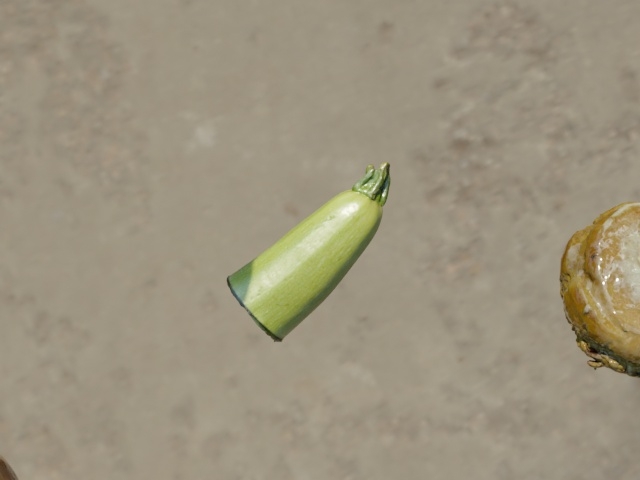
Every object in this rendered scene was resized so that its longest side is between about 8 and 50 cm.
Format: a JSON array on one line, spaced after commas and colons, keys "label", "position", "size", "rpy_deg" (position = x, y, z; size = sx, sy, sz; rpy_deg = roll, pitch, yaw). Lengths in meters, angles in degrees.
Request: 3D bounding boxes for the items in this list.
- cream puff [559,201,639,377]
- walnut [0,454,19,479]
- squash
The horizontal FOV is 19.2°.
[{"label": "cream puff", "position": [0.283, 0.046, 1.698], "size": [0.150, 0.165, 0.115], "rpy_deg": [27, 157, 4]}, {"label": "walnut", "position": [-0.231, 0.154, 1.044], "size": [0.116, 0.207, 0.115], "rpy_deg": [-1, 83, 9]}, {"label": "squash", "position": [0.000, 0.000, 2.045], "size": [0.224, 0.094, 0.094], "rpy_deg": [-46, 73, 8]}]
